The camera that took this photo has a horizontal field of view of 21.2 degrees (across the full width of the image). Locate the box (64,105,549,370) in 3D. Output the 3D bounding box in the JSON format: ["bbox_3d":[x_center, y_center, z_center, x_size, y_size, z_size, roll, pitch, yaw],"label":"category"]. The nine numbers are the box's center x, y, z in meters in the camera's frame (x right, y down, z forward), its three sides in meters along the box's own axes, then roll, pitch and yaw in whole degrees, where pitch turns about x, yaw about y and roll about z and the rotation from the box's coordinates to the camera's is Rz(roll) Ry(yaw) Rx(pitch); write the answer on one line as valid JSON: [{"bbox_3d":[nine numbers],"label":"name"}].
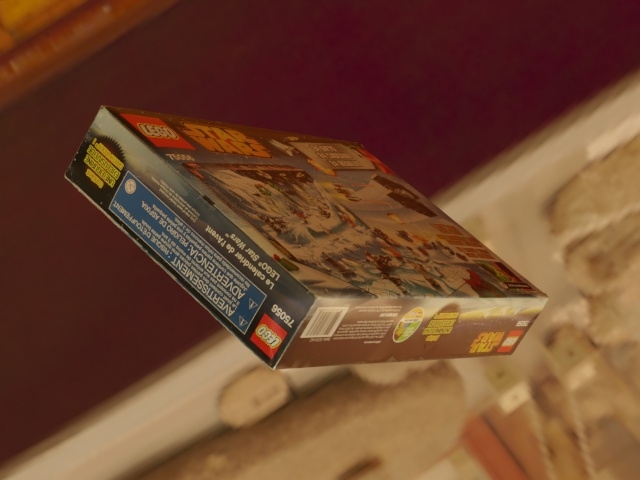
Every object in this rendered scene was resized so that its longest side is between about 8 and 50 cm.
[{"bbox_3d":[0.000,0.000,0.521,0.137,0.094,0.027,4,123,-56],"label":"box"}]
